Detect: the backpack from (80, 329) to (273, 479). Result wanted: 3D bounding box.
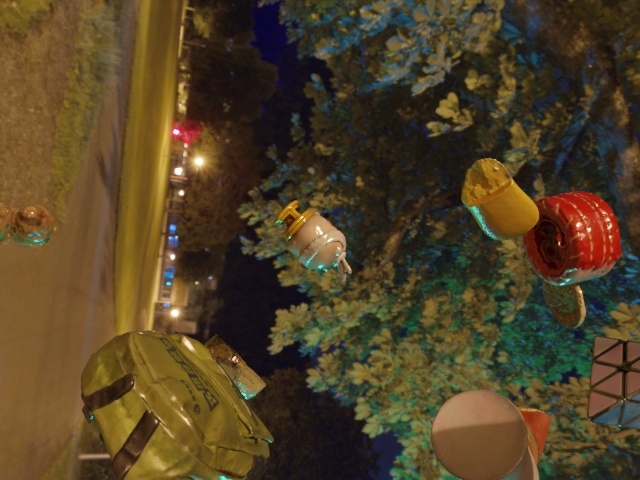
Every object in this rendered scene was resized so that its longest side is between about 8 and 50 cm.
[{"bbox_3d":[-0.158,0.197,0.513,0.207,0.140,0.253,46,-13,22],"label":"backpack"}]

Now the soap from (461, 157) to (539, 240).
[{"bbox_3d":[0.276,-0.056,0.737,0.089,0.168,0.033,-37,-146,27],"label":"soap"}]

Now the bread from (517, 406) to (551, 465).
[{"bbox_3d":[0.588,0.527,1.313,0.067,0.119,0.192,-23,-163,44],"label":"bread"}]

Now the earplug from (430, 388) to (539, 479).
[{"bbox_3d":[0.352,0.447,0.934,0.301,0.172,0.172,55,9,-35],"label":"earplug"}]

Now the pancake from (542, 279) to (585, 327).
[{"bbox_3d":[0.555,0.133,1.079,0.139,0.022,0.140,164,-90,-84],"label":"pancake"}]

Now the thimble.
[{"bbox_3d":[0.524,-0.005,0.990,0.163,0.124,0.190,134,-58,-71],"label":"thimble"}]

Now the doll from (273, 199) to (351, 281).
[{"bbox_3d":[0.000,0.000,0.655,0.073,0.127,0.084,-47,177,37],"label":"doll"}]

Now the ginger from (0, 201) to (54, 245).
[{"bbox_3d":[-0.605,-0.036,0.862,0.104,0.204,0.080,-43,-129,50],"label":"ginger"}]

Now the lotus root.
[{"bbox_3d":[-0.187,0.247,0.913,0.070,0.143,0.144,-47,154,-20],"label":"lotus root"}]

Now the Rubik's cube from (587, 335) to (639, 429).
[{"bbox_3d":[0.574,0.252,0.817,0.211,0.190,0.178,53,-37,24],"label":"Rubik's cube"}]
